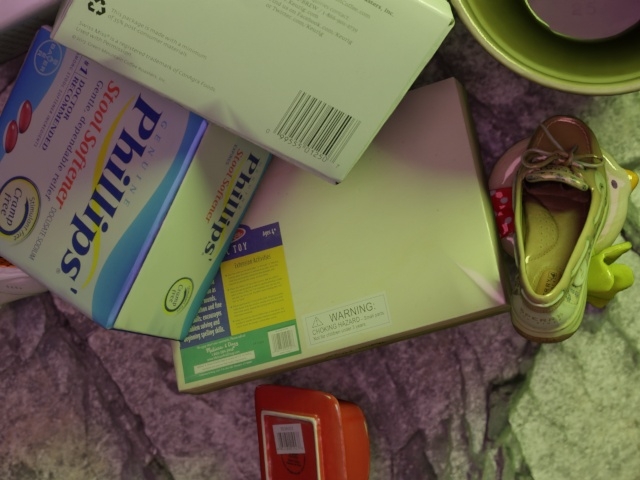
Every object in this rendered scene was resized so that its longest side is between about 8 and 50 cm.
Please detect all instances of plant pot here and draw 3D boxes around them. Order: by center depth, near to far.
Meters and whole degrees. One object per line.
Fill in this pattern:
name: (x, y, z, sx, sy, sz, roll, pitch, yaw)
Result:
plant pot: (0.294, -0.313, 1.518, 0.323, 0.280, 0.323, 1, 94, 9)

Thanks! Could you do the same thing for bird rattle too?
bird rattle: (0.256, -0.028, 1.646, 0.253, 0.143, 0.207, 28, 86, 19)

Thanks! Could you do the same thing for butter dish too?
butter dish: (0.008, 0.246, 1.685, 0.160, 0.118, 0.159, 0, 97, 50)

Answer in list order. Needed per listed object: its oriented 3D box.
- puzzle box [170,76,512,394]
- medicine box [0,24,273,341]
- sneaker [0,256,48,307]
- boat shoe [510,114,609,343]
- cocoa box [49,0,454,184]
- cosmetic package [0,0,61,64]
puzzle box: (0.000, 0.000, 1.628, 0.409, 0.052, 0.272, -16, 74, 20)
medicine box: (-0.238, -0.067, 1.633, 0.289, 0.149, 0.263, 30, 98, 32)
sneaker: (-0.441, 0.085, 1.760, 0.262, 0.099, 0.121, -9, 99, 17)
boat shoe: (0.258, -0.030, 1.523, 0.105, 0.089, 0.285, 2, 57, 11)
cocoa box: (-0.071, -0.267, 1.484, 0.347, 0.228, 0.231, 26, 118, -17)
cosmetic package: (-0.360, -0.362, 1.679, 0.453, 0.161, 0.230, -26, 89, 9)
